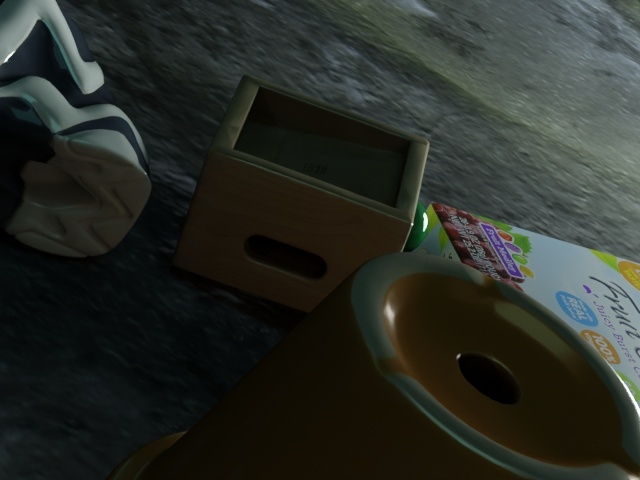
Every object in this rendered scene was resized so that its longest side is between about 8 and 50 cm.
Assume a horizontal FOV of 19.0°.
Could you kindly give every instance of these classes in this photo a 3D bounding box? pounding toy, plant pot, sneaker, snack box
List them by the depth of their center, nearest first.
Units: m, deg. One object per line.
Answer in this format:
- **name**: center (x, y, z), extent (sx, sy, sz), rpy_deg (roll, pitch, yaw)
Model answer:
- **plant pot**: center (0.022, 0.115, 0.729), extent (0.205, 0.188, 0.205), rpy_deg (26, 28, -14)
- **sneaker**: center (-0.196, -0.093, 0.948), extent (0.235, 0.094, 0.153), rpy_deg (19, 29, -26)
- **pounding toy**: center (0.000, 0.000, 1.022), extent (0.141, 0.100, 0.130), rpy_deg (20, 27, -1)
- **snack box**: center (0.146, 0.083, 1.045), extent (0.174, 0.070, 0.207), rpy_deg (16, 32, -30)
